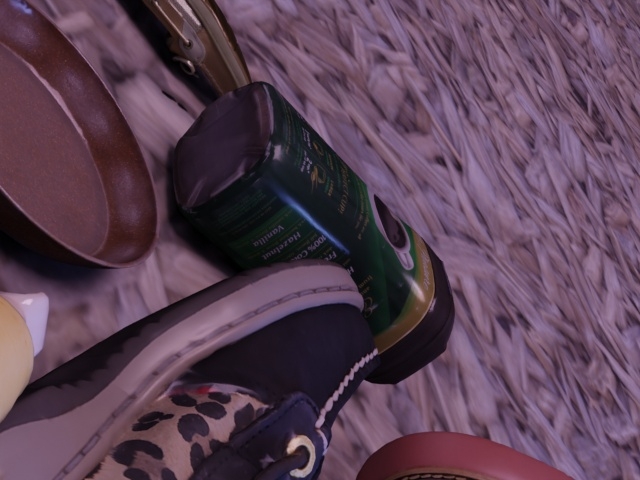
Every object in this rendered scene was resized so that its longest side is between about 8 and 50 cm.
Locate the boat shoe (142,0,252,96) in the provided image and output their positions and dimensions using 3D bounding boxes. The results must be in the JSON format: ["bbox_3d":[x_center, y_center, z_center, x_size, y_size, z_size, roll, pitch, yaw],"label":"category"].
[{"bbox_3d":[-0.093,-0.143,1.116,0.153,0.048,0.056,57,6,-21],"label":"boat shoe"}]

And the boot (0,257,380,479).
[{"bbox_3d":[-0.024,0.171,0.645,0.284,0.138,0.377,57,23,2],"label":"boot"}]

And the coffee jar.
[{"bbox_3d":[0.000,0.000,1.049,0.184,0.079,0.096,44,20,-30],"label":"coffee jar"}]

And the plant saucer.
[{"bbox_3d":[-0.141,-0.053,0.873,0.168,0.029,0.168,48,21,-25],"label":"plant saucer"}]

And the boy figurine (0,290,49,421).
[{"bbox_3d":[-0.169,0.026,0.500,0.285,0.177,0.092,-85,179,-79],"label":"boy figurine"}]

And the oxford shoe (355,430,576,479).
[{"bbox_3d":[0.173,0.222,0.956,0.348,0.123,0.130,19,37,-7],"label":"oxford shoe"}]
